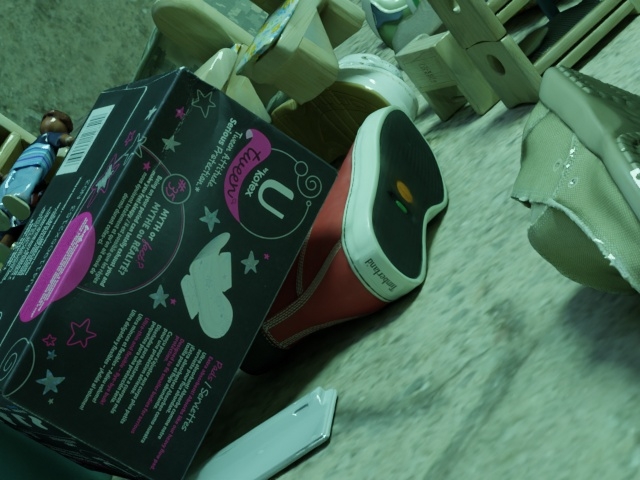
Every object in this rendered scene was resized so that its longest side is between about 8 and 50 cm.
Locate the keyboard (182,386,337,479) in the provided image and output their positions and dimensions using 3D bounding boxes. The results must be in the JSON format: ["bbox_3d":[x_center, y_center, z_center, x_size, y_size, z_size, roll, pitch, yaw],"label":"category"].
[{"bbox_3d":[-0.095,0.176,1.123,0.256,0.014,0.072,-34,19,16],"label":"keyboard"}]

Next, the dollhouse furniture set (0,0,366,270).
[{"bbox_3d":[-0.211,-0.068,1.525,0.394,0.256,0.362,-32,28,57],"label":"dollhouse furniture set"}]

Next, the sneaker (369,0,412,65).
[{"bbox_3d":[0.137,-0.269,1.834,0.192,0.086,0.064,-34,14,15],"label":"sneaker"}]

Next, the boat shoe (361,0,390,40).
[{"bbox_3d":[0.105,-0.267,1.977,0.063,0.066,0.184,-27,7,-18],"label":"boat shoe"}]

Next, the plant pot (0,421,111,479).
[{"bbox_3d":[-0.340,0.171,1.291,0.293,0.235,0.293,-35,14,10],"label":"plant pot"}]

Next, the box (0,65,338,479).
[{"bbox_3d":[-0.125,0.028,1.198,0.163,0.142,0.247,-4,55,63],"label":"box"}]

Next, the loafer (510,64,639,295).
[{"bbox_3d":[0.164,-0.010,0.898,0.268,0.102,0.092,-104,33,-68],"label":"loafer"}]

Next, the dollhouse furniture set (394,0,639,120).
[{"bbox_3d":[0.148,-0.197,1.471,0.129,0.129,0.183,-42,14,-18],"label":"dollhouse furniture set"}]

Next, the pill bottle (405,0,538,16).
[{"bbox_3d":[0.180,-0.276,1.684,0.117,0.118,0.208,-47,16,-33],"label":"pill bottle"}]

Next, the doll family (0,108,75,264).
[{"bbox_3d":[-0.248,-0.031,1.322,0.193,0.076,0.111,-13,31,31],"label":"doll family"}]

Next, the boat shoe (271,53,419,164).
[{"bbox_3d":[0.035,-0.134,1.626,0.096,0.098,0.277,-42,13,-14],"label":"boat shoe"}]

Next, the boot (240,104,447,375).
[{"bbox_3d":[0.000,0.000,1.307,0.176,0.088,0.244,-33,18,26],"label":"boot"}]

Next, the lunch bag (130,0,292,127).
[{"bbox_3d":[-0.132,-0.133,1.868,0.287,0.169,0.235,-61,1,32],"label":"lunch bag"}]

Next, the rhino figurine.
[{"bbox_3d":[0.152,-0.229,1.563,0.106,0.073,0.243,-30,-13,-50],"label":"rhino figurine"}]
